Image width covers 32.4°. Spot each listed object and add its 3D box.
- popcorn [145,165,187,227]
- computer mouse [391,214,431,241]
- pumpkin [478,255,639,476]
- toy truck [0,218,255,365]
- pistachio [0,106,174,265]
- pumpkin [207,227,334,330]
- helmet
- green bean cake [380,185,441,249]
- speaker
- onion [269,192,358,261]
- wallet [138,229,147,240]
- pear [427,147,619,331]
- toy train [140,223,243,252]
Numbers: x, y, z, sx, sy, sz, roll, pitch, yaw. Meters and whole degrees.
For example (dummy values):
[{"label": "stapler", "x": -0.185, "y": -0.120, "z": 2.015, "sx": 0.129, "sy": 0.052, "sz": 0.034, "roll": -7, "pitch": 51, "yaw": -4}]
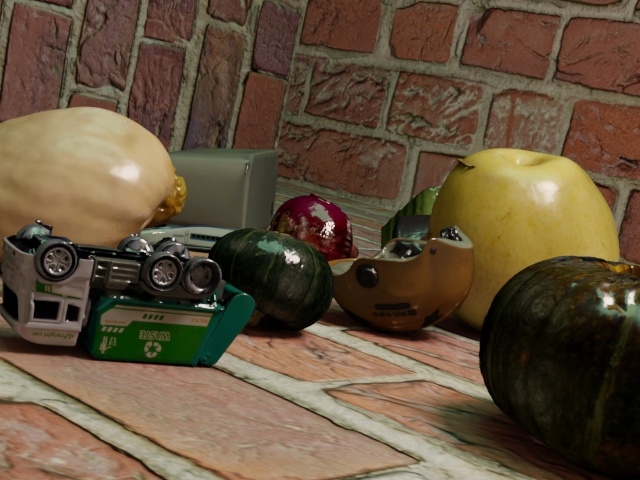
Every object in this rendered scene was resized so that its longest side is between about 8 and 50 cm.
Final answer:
[{"label": "popcorn", "x": -0.347, "y": -0.091, "z": 2.020, "sx": 0.140, "sy": 0.163, "sz": 0.194, "roll": -14, "pitch": 15, "yaw": 41}, {"label": "computer mouse", "x": 0.260, "y": 0.031, "z": 1.981, "sx": 0.269, "sy": 0.100, "sz": 0.170, "roll": 8, "pitch": 44, "yaw": -13}, {"label": "pumpkin", "x": 0.311, "y": 0.123, "z": 1.106, "sx": 0.320, "sy": 0.192, "sz": 0.320, "roll": 10, "pitch": 8, "yaw": -1}, {"label": "toy truck", "x": -0.195, "y": 0.055, "z": 1.116, "sx": 0.253, "sy": 0.124, "sz": 0.114, "roll": 6, "pitch": 8, "yaw": -30}, {"label": "pistachio", "x": -0.350, "y": -0.066, "z": 1.460, "sx": 0.308, "sy": 0.230, "sz": 0.230, "roll": 2, "pitch": 7, "yaw": -2}, {"label": "pumpkin", "x": -0.064, "y": 0.050, "z": 1.390, "sx": 0.167, "sy": 0.125, "sz": 0.167, "roll": 8, "pitch": 1, "yaw": 0}, {"label": "helmet", "x": 0.117, "y": 0.064, "z": 1.561, "sx": 0.224, "sy": 0.130, "sz": 0.198, "roll": -16, "pitch": 1, "yaw": 18}, {"label": "green bean cake", "x": 0.238, "y": -0.006, "z": 2.163, "sx": 0.200, "sy": 0.113, "sz": 0.214, "roll": 11, "pitch": -30, "yaw": -20}, {"label": "speaker", "x": -0.211, "y": -0.110, "z": 2.357, "sx": 0.184, "sy": 0.183, "sz": 0.406, "roll": 7, "pitch": 6, "yaw": 6}, {"label": "onion", "x": 0.004, "y": -0.015, "z": 2.070, "sx": 0.198, "sy": 0.135, "sz": 0.173, "roll": 8, "pitch": 10, "yaw": -46}, {"label": "wallet", "x": -0.385, "y": -0.016, "z": 1.688, "sx": 0.230, "sy": 0.069, "sz": 0.170, "roll": 4, "pitch": 3, "yaw": -14}, {"label": "pear", "x": 0.312, "y": 0.002, "z": 1.705, "sx": 0.309, "sy": 0.309, "sz": 0.309, "roll": 11, "pitch": 6, "yaw": -1}, {"label": "toy train", "x": -0.237, "y": -0.008, "z": 1.965, "sx": 0.251, "sy": 0.048, "sz": 0.055, "roll": 7, "pitch": 5, "yaw": -36}]
